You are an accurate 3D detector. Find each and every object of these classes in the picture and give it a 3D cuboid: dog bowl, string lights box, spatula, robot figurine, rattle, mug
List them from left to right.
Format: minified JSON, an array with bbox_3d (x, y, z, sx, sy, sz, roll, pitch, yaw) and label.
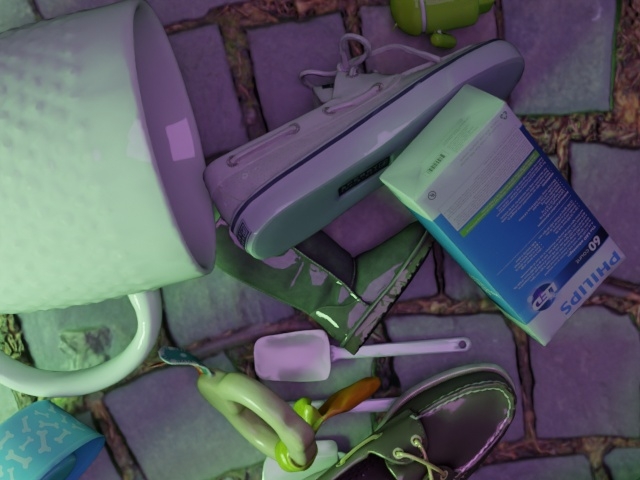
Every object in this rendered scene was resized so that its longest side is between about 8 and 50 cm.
[{"bbox_3d":[-0.352,0.280,1.282,0.074,0.166,0.297,44,87,9],"label":"dog bowl"},{"bbox_3d":[-0.284,-0.018,1.241,0.328,0.276,0.374,-13,107,5],"label":"mug"},{"bbox_3d":[-0.061,0.138,1.326,0.200,0.130,0.142,35,81,23],"label":"rattle"},{"bbox_3d":[0.052,0.177,1.375,0.242,0.019,0.168,-4,89,-4],"label":"spatula"},{"bbox_3d":[0.127,-0.258,1.358,0.115,0.067,0.101,-12,84,-4],"label":"robot figurine"},{"bbox_3d":[0.192,-0.021,1.294,0.133,0.077,0.259,-47,125,-3],"label":"string lights box"}]

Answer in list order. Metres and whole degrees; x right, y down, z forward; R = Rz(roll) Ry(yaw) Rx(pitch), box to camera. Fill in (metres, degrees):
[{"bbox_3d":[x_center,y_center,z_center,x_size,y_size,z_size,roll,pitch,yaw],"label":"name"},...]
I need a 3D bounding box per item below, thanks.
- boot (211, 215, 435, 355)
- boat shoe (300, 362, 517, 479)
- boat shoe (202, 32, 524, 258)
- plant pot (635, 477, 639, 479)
[{"bbox_3d":[0.001,-0.001,1.353,0.208,0.076,0.189,37,77,8],"label":"boot"},{"bbox_3d":[0.077,0.248,1.326,0.324,0.097,0.116,-34,98,0],"label":"boat shoe"},{"bbox_3d":[0.035,-0.135,1.323,0.367,0.136,0.156,-34,68,-12],"label":"boat shoe"},{"bbox_3d":[0.353,0.366,1.283,0.293,0.293,0.196,41,61,-3],"label":"plant pot"}]
